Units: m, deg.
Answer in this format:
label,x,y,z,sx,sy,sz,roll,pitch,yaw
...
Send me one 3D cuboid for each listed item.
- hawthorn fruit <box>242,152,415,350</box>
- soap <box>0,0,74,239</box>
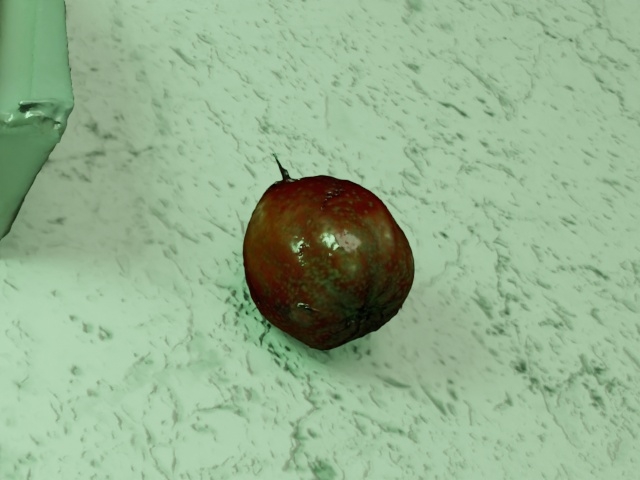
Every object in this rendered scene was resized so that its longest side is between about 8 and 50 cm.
label,x,y,z,sx,sy,sz,roll,pitch,yaw
hawthorn fruit,0.000,0.000,1.913,0.181,0.181,0.235,-2,53,-32
soap,-0.454,-0.230,1.861,0.350,0.213,0.435,8,44,-17
